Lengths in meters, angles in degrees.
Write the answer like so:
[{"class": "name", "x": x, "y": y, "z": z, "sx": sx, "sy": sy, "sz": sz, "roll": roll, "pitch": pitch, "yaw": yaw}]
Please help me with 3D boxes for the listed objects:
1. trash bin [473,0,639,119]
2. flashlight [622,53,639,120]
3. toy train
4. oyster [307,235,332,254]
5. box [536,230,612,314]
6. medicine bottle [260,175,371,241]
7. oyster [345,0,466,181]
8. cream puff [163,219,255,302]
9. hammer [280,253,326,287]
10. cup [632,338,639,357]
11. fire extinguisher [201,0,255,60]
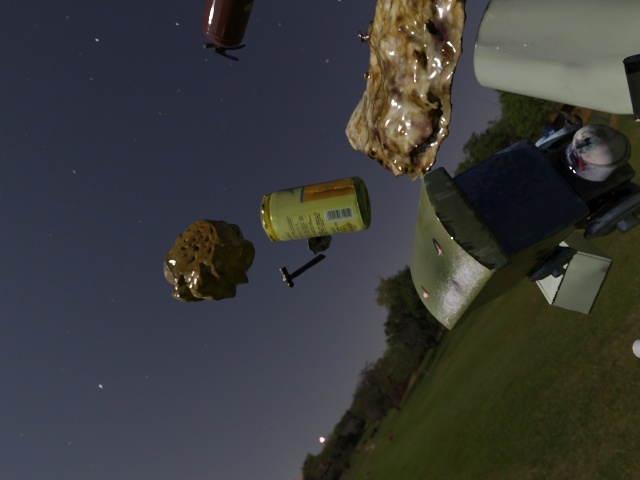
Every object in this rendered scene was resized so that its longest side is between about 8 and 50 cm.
[{"class": "trash bin", "x": 0.603, "y": -0.438, "z": 0.942, "sx": 0.280, "sy": 0.432, "sz": 0.280, "roll": -27, "pitch": -50, "yaw": -37}, {"class": "flashlight", "x": 0.390, "y": -0.187, "z": 0.516, "sx": 0.083, "sy": 0.018, "sz": 0.018, "roll": 52, "pitch": -122, "yaw": -29}, {"class": "toy train", "x": 0.212, "y": -0.002, "z": 0.479, "sx": 0.202, "sy": 0.131, "sz": 0.299, "roll": -28, "pitch": -24, "yaw": -3}, {"class": "oyster", "x": 0.001, "y": 0.003, "z": 1.723, "sx": 0.166, "sy": 0.053, "sz": 0.108, "roll": -2, "pitch": -89, "yaw": -47}, {"class": "box", "x": 0.569, "y": 0.058, "z": 0.971, "sx": 0.225, "sy": 0.086, "sz": 0.129, "roll": -45, "pitch": -32, "yaw": -68}, {"class": "medicine bottle", "x": -0.015, "y": -0.066, "z": 0.918, "sx": 0.124, "sy": 0.239, "sz": 0.124, "roll": -6, "pitch": -90, "yaw": -74}, {"class": "oyster", "x": 0.090, "y": -0.175, "z": 0.476, "sx": 0.396, "sy": 0.111, "sz": 0.204, "roll": 105, "pitch": 173, "yaw": -65}, {"class": "cream puff", "x": -0.290, "y": 0.057, "z": 1.108, "sx": 0.196, "sy": 0.244, "sz": 0.244, "roll": 6, "pitch": -65, "yaw": -45}, {"class": "hammer", "x": -0.045, "y": 0.076, "z": 1.263, "sx": 0.178, "sy": 0.065, "sz": 0.021, "roll": -31, "pitch": 0, "yaw": -38}, {"class": "cup", "x": 1.025, "y": 0.321, "z": 1.270, "sx": 0.104, "sy": 0.074, "sz": 0.116, "roll": -56, "pitch": -1, "yaw": -8}, {"class": "fire extinguisher", "x": -0.214, "y": -0.590, "z": 1.034, "sx": 0.136, "sy": 0.114, "sz": 0.337, "roll": -9, "pitch": -26, "yaw": -33}]
